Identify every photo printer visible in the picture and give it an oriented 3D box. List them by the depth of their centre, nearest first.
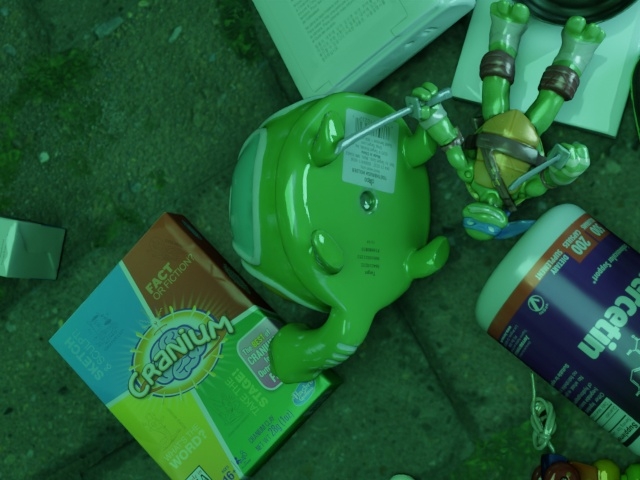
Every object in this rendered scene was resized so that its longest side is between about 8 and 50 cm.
[{"bbox_3d":[0.021,-0.350,1.453,0.256,0.107,0.308,-36,76,36],"label":"photo printer"}]

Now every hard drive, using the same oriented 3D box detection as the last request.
[{"bbox_3d":[0.303,-0.304,1.439,0.210,0.040,0.319,16,90,17],"label":"hard drive"}]

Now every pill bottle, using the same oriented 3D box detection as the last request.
[{"bbox_3d":[0.345,0.117,1.322,0.323,0.181,0.181,39,97,15],"label":"pill bottle"}]

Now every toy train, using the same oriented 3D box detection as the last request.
[{"bbox_3d":[0.324,0.275,1.369,0.143,0.105,0.248,-1,78,0],"label":"toy train"}]

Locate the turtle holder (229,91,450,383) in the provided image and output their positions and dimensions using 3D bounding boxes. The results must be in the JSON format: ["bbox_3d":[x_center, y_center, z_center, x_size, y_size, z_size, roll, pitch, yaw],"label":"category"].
[{"bbox_3d":[0.011,-0.012,1.417,0.227,0.243,0.320,-4,109,48],"label":"turtle holder"}]

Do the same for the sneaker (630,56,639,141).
[{"bbox_3d":[0.485,-0.047,1.251,0.185,0.202,0.483,-25,60,5],"label":"sneaker"}]

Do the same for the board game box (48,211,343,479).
[{"bbox_3d":[-0.166,0.157,1.525,0.316,0.064,0.242,44,98,14],"label":"board game box"}]

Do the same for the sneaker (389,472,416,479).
[{"bbox_3d":[0.105,0.367,1.426,0.057,0.075,0.161,-6,85,15],"label":"sneaker"}]

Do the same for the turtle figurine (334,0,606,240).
[{"bbox_3d":[0.208,-0.146,1.312,0.197,0.274,0.266,6,71,48],"label":"turtle figurine"}]

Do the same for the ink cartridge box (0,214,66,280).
[{"bbox_3d":[-0.483,-0.005,1.591,0.231,0.134,0.078,10,89,17],"label":"ink cartridge box"}]

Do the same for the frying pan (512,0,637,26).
[{"bbox_3d":[0.265,-0.392,1.409,0.197,0.053,0.326,-44,74,9],"label":"frying pan"}]
